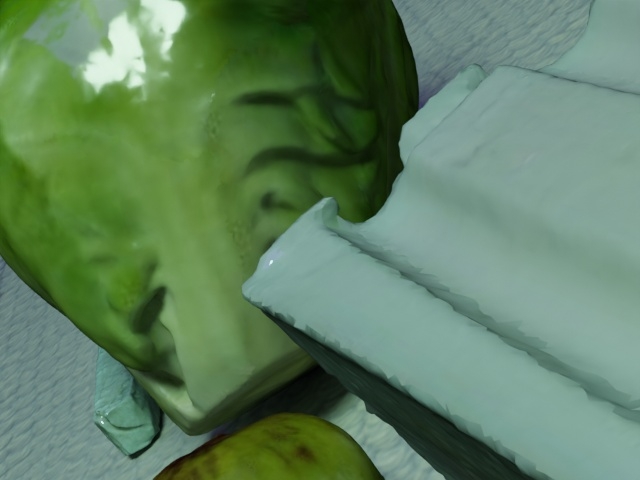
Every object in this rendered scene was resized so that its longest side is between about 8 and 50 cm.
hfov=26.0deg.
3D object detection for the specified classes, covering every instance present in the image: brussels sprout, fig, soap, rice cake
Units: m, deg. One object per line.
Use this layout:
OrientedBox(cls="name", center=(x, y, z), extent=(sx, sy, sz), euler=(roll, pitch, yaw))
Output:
OrientedBox(cls="brussels sprout", center=(-0.080, -0.061, 0.904), extent=(0.281, 0.355, 0.289), euler=(-22, -12, 23))
OrientedBox(cls="fig", center=(-0.033, 0.150, 0.696), extent=(0.136, 0.121, 0.153), euler=(-29, 22, 34))
OrientedBox(cls="soap", center=(0.222, 0.017, 0.427), extent=(0.350, 0.213, 0.435), euler=(-40, 22, -10))
OrientedBox(cls="rice cake", center=(-0.153, 0.090, 1.095), extent=(0.042, 0.045, 0.245), euler=(-34, 22, 7))
